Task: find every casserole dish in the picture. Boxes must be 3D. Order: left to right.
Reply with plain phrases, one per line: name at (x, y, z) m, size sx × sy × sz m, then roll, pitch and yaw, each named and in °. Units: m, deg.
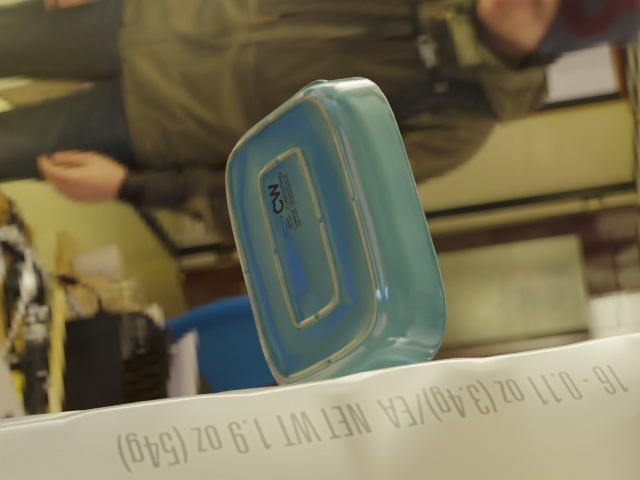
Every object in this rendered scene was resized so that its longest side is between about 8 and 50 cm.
casserole dish at (0.000, 0.000, 0.740) m, size 0.037 × 0.114 × 0.188 m, roll 11°, pitch 56°, yaw -44°

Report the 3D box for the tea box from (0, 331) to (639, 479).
tea box at (0.086, 0.208, 0.356) m, size 0.323 × 0.329 × 0.220 m, roll -117°, pitch -152°, yaw -42°
